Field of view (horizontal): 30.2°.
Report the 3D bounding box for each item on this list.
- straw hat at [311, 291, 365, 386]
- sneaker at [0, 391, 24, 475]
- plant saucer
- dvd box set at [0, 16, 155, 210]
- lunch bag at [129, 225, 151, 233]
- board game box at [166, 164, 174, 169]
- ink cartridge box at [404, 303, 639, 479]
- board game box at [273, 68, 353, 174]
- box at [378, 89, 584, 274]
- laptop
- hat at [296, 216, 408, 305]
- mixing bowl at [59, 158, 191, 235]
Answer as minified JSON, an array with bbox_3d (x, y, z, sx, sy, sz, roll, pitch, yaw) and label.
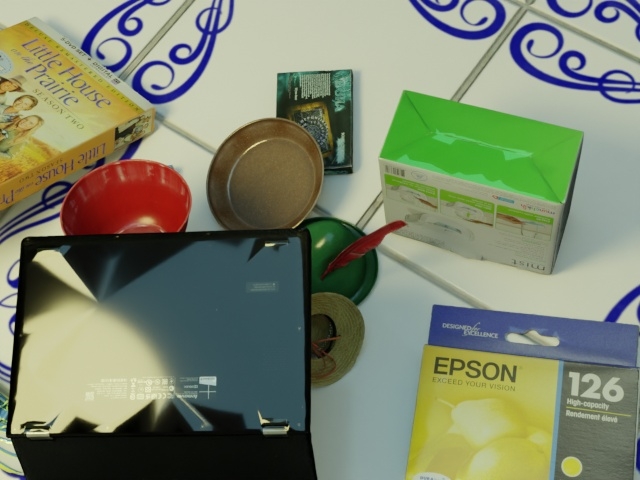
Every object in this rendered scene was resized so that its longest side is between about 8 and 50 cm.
[{"bbox_3d":[-0.010,0.134,1.718,0.144,0.144,0.061,-31,23,-8],"label":"straw hat"},{"bbox_3d":[-0.488,0.242,1.694,0.240,0.126,0.091,33,72,21],"label":"sneaker"},{"bbox_3d":[-0.081,-0.091,1.836,0.198,0.036,0.198,-6,73,20],"label":"plant saucer"},{"bbox_3d":[-0.514,-0.188,1.851,0.307,0.062,0.420,38,49,23],"label":"dvd box set"},{"bbox_3d":[-0.204,0.134,1.692,0.262,0.160,0.223,23,59,14],"label":"lunch bag"},{"bbox_3d":[-0.282,-0.043,1.865,0.103,0.026,0.154,-4,63,5],"label":"board game box"},{"bbox_3d":[0.283,0.232,1.637,0.304,0.072,0.307,5,66,10],"label":"ink cartridge box"},{"bbox_3d":[-0.009,-0.189,1.904,0.126,0.026,0.186,-2,63,6],"label":"board game box"},{"bbox_3d":[0.227,-0.076,1.703,0.262,0.231,0.127,15,67,14],"label":"box"},{"bbox_3d":[-0.189,0.214,1.570,0.382,0.236,0.408,-2,74,6],"label":"laptop"},{"bbox_3d":[0.000,0.000,1.720,0.208,0.183,0.173,-27,64,-7],"label":"hat"},{"bbox_3d":[-0.261,-0.015,1.649,0.181,0.098,0.181,-3,49,3],"label":"mixing bowl"}]
